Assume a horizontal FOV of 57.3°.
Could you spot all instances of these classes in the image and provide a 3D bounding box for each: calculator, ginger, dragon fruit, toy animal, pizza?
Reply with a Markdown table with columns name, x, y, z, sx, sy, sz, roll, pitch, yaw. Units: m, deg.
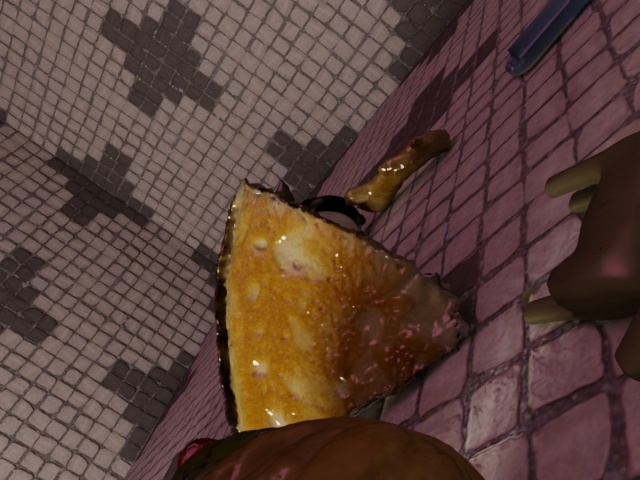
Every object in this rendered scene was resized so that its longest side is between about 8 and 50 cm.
| name | x | y | z | sx | sy | sz | roll | pitch | yaw |
| --- | --- | --- | --- | --- | --- | --- | --- | --- | --- |
| calculator | 0.420 | -0.397 | 1.081 | 0.210 | 0.039 | 0.121 | -51 | 12 | 22 |
| ginger | 0.176 | -0.154 | 1.313 | 0.299 | 0.118 | 0.065 | -41 | 54 | 41 |
| dragon fruit | -0.276 | 0.507 | 1.255 | 0.190 | 0.094 | 0.094 | -65 | 10 | -4 |
| toy animal | 0.007 | 0.003 | 1.384 | 0.187 | 0.165 | 0.235 | -56 | 10 | 24 |
| pizza | -0.043 | 0.092 | 0.841 | 0.435 | 0.392 | 0.080 | -44 | -25 | 25 |

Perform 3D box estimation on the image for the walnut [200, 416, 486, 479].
| name | x | y | z | sx | sy | sz | roll | pitch | yaw |
| --- | --- | --- | --- | --- | --- | --- | --- | --- | --- |
| walnut | 0.010 | 0.232 | 0.368 | 0.257 | 0.257 | 0.224 | -60 | -22 | -29 |

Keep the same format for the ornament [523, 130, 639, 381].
| name | x | y | z | sx | sy | sz | roll | pitch | yaw |
| --- | --- | --- | --- | --- | --- | --- | --- | --- | --- |
| ornament | 0.242 | 0.006 | 0.466 | 0.230 | 0.061 | 0.245 | -60 | 7 | -19 |

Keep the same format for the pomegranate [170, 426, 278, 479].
| name | x | y | z | sx | sy | sz | roll | pitch | yaw |
| --- | --- | --- | --- | --- | --- | --- | --- | --- | --- |
| pomegranate | -0.058 | 0.320 | 0.589 | 0.214 | 0.214 | 0.247 | 140 | 126 | -59 |
